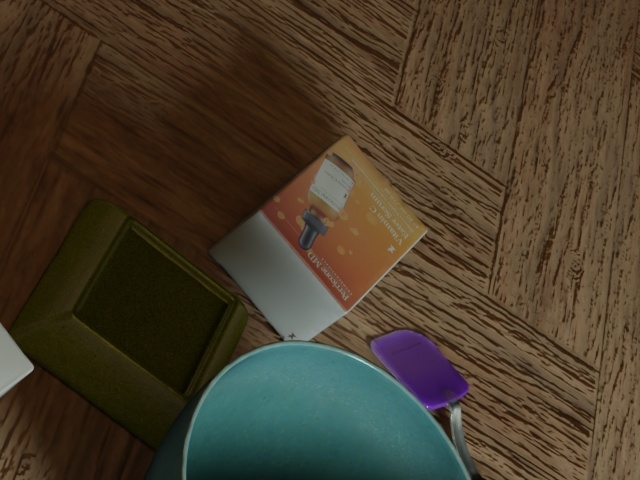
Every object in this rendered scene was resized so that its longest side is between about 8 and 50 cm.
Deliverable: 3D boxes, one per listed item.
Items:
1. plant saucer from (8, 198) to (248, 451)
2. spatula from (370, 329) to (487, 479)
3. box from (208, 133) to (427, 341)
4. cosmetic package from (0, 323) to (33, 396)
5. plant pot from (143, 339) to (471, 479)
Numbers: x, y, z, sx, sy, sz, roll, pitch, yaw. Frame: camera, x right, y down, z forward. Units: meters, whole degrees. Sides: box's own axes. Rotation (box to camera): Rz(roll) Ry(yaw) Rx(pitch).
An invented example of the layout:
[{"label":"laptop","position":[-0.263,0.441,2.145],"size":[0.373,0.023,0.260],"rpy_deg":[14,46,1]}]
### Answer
[{"label":"plant saucer","position":[-0.153,0.067,1.439],"size":[0.188,0.045,0.188],"rpy_deg":[39,44,-15]},{"label":"spatula","position":[0.148,0.215,1.614],"size":[0.084,0.030,0.296],"rpy_deg":[-18,75,-48]},{"label":"box","position":[0.000,0.000,1.583],"size":[0.130,0.091,0.170],"rpy_deg":[50,42,-4]},{"label":"cosmetic package","position":[-0.398,0.016,1.153],"size":[0.365,0.197,0.155],"rpy_deg":[51,43,0]},{"label":"plant pot","position":[-0.038,0.251,1.307],"size":[0.290,0.195,0.290],"rpy_deg":[22,50,-29]}]
